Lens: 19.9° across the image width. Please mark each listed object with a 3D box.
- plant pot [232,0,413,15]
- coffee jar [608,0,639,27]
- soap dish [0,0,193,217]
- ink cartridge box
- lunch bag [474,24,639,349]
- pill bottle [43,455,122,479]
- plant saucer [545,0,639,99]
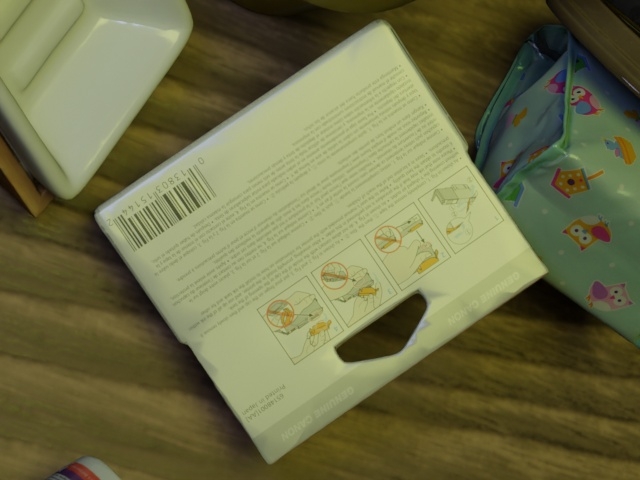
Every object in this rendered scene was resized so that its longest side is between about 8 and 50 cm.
[{"bbox_3d":[0.002,-0.302,1.574,0.254,0.239,0.254,5,77,-24],"label":"plant pot"},{"bbox_3d":[0.374,-0.262,1.819,0.184,0.096,0.079,-11,81,-26],"label":"coffee jar"},{"bbox_3d":[-0.233,-0.191,1.441,0.229,0.118,0.291,-57,149,-22],"label":"soap dish"},{"bbox_3d":[0.000,0.000,1.555,0.296,0.066,0.261,-34,95,-4],"label":"ink cartridge box"},{"bbox_3d":[0.262,-0.065,1.692,0.223,0.160,0.262,34,35,-15],"label":"lunch bag"},{"bbox_3d":[-0.233,0.262,1.429,0.193,0.108,0.108,-31,94,-26],"label":"pill bottle"},{"bbox_3d":[0.322,-0.143,1.691,0.278,0.278,0.041,37,104,-14],"label":"plant saucer"}]
